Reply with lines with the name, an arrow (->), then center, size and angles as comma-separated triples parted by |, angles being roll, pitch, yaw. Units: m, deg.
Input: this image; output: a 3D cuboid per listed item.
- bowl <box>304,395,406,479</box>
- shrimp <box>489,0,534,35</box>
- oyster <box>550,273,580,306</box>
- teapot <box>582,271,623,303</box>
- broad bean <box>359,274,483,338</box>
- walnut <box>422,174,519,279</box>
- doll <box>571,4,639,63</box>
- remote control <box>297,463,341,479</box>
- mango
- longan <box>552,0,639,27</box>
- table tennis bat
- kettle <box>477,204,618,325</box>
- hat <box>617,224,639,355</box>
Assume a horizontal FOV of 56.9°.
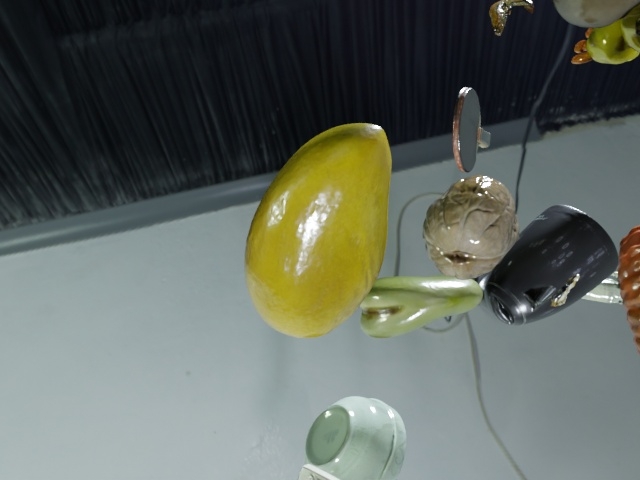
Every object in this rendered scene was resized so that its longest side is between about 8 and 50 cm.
bowl -> 0.072, 0.554, 1.587 | 0.307, 0.163, 0.307 | -36, 30, 25
shrimp -> 0.389, -0.461, 1.212 | 0.091, 0.025, 0.127 | 4, 55, 26
oyster -> 0.480, 0.098, 1.160 | 0.019, 0.054, 0.083 | 37, 92, 33
teapot -> 0.893, 0.141, 1.927 | 0.200, 0.107, 0.077 | 9, 17, 12
broad bean -> 0.205, 0.117, 1.208 | 0.263, 0.189, 0.121 | -15, 90, -15
walnut -> 0.287, -0.033, 1.106 | 0.178, 0.178, 0.230 | 23, 39, 23
doll -> 0.636, -0.439, 1.263 | 0.143, 0.135, 0.221 | -53, 22, 2
remote control -> 0.048, 0.587, 1.319 | 0.230, 0.049, 0.090 | 17, 97, 30
mango -> -0.007, 0.004, 0.791 | 0.195, 0.332, 0.142 | -17, 45, -21
longan -> 0.518, -0.499, 1.065 | 0.220, 0.196, 0.197 | -40, 48, 21
table tennis bat -> 0.247, -0.174, 0.959 | 0.019, 0.220, 0.130 | 6, 95, 26
kettle -> 0.498, 0.081, 1.395 | 0.290, 0.268, 0.207 | -38, 100, -11
hat -> 0.635, 0.071, 0.799 | 0.400, 0.285, 0.285 | -17, 46, 26
